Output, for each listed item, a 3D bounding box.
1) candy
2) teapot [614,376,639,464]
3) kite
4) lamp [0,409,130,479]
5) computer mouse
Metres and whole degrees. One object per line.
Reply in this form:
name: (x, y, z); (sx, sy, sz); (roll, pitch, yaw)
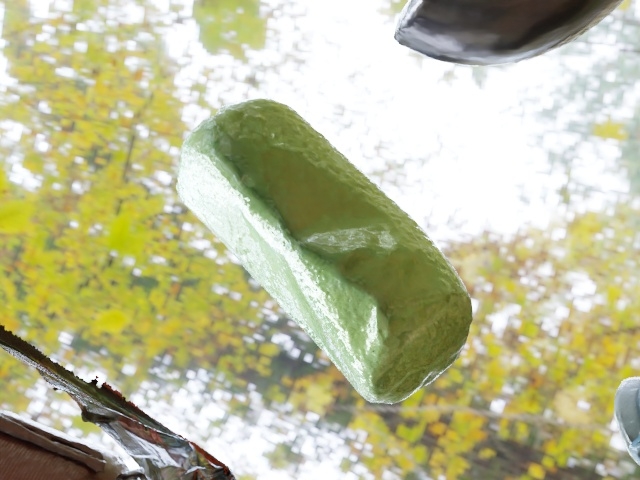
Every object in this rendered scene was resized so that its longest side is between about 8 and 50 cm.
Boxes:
candy: (0.000, 0.000, 1.432); (0.142, 0.343, 0.132); (-14, -42, -38)
teapot: (0.471, 0.195, 1.815); (0.203, 0.225, 0.171); (-30, -93, -48)
kite: (-0.082, 0.160, 0.944); (0.016, 0.321, 0.234); (-45, -10, 3)
lamp: (-0.286, 0.263, 1.500); (0.180, 0.258, 0.180); (18, -90, -79)
computer mouse: (0.154, -0.192, 0.830); (0.100, 0.170, 0.269); (38, -73, -3)
